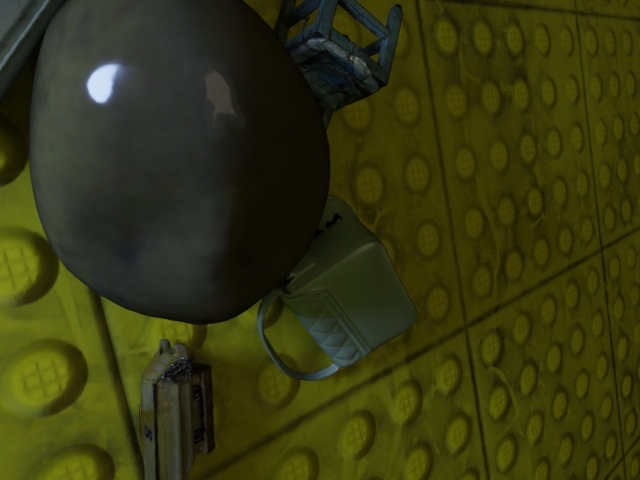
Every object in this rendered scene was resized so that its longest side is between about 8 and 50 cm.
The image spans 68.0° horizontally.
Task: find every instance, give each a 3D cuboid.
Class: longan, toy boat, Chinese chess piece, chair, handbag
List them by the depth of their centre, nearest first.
[{"bbox_3d":[-0.129,-0.075,0.464,0.288,0.288,0.350,-32,147,-33],"label":"longan"},{"bbox_3d":[-0.173,0.236,0.589,0.088,0.068,0.225,-5,92,-43],"label":"toy boat"},{"bbox_3d":[0.002,-0.232,0.674,0.136,0.147,0.270,25,74,-35],"label":"chair"},{"bbox_3d":[0.017,0.103,0.683,0.219,0.079,0.256,-36,135,-4],"label":"handbag"},{"bbox_3d":[0.000,0.000,0.725,0.144,0.058,0.144,0,89,-38],"label":"Chinese chess piece"}]

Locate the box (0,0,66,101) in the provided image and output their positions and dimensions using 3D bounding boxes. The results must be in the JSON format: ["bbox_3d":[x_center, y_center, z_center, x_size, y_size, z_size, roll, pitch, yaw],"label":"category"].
[{"bbox_3d":[-0.311,-0.215,0.414,0.138,0.178,0.274,33,70,-33],"label":"box"}]
